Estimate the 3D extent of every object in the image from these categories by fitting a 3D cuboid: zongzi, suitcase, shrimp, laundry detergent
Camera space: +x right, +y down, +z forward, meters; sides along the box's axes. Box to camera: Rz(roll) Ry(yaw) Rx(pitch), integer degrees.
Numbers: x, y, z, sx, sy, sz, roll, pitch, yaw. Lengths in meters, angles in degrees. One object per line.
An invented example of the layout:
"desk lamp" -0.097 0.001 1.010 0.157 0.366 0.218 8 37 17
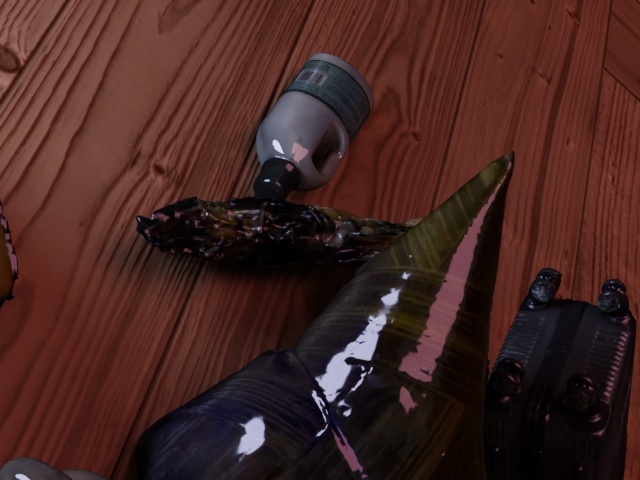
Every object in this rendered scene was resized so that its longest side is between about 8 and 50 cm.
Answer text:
"zongzi" 0.117 0.198 1.009 0.403 0.432 0.208 47 -1 -15
"suitcase" 0.243 0.202 1.196 0.202 0.128 0.312 -57 148 -45
"shrimp" 0.000 0.000 1.144 0.365 0.233 0.071 3 94 -43
"laundry detergent" -0.015 -0.118 1.304 0.099 0.070 0.225 46 43 -16

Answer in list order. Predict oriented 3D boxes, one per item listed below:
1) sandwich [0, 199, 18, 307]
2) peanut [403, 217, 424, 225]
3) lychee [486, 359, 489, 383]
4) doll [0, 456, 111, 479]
"sandwich" -0.368 -0.027 0.865 0.198 0.155 0.227 -8 71 -45
"peanut" 0.105 0.021 1.345 0.054 0.054 0.113 35 49 -21
"lychee" 0.085 0.126 1.174 0.194 0.194 0.194 22 52 -31
"doll" -0.131 0.338 0.713 0.252 0.379 0.382 44 58 -45
